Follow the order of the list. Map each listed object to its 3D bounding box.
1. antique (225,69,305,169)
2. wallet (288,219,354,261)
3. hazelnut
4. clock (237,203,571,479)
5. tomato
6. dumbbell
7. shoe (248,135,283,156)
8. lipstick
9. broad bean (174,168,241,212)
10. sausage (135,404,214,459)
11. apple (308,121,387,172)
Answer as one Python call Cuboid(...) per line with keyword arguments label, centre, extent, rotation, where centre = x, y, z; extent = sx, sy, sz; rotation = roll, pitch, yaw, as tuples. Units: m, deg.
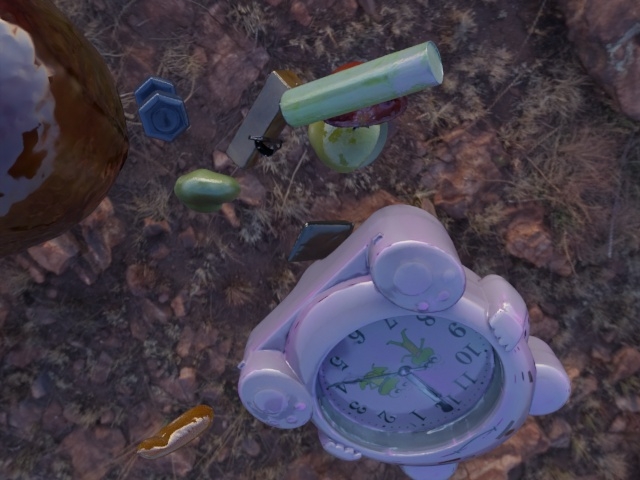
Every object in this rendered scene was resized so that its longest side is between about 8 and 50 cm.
Cuboid(label="antique", centre=(-0.162, -0.343, 1.361), extent=(0.087, 0.093, 0.310), rotation=(47, 125, 10))
Cuboid(label="wallet", centre=(0.000, 0.000, 1.598), extent=(0.245, 0.052, 0.169), rotation=(-4, 131, -47))
Cuboid(label="hazelnut", centre=(-0.452, -0.138, 0.607), extent=(0.352, 0.421, 0.421), rotation=(30, 106, -34))
Cuboid(label="clock", centre=(0.102, 0.145, 0.545), extent=(0.322, 0.113, 0.295), rotation=(38, 112, -18))
Cuboid(label="tomato", centre=(0.082, -0.313, 0.975), extent=(0.189, 0.173, 0.100), rotation=(-6, 72, -2))
Cuboid(label="dumbbell", centre=(-0.526, -0.439, 1.540), extent=(0.160, 0.325, 0.144), rotation=(-44, 126, 3))
Cuboid(label="shoe", centre=(-0.149, -0.251, 1.251), extent=(0.062, 0.159, 0.053), rotation=(4, 96, 15))
Cuboid(label="lipstick", centre=(0.060, -0.269, 0.829), extent=(0.304, 0.076, 0.076), rotation=(-8, 118, 35))
Cuboid(label="broad bean", centre=(-0.301, -0.135, 1.232), extent=(0.169, 0.227, 0.100), rotation=(2, 81, -39))
Cuboid(label="sausage", centre=(-0.298, 0.406, 0.987), extent=(0.183, 0.062, 0.054), rotation=(-26, 115, -44))
Cuboid(label="apple", centre=(0.104, -0.388, 1.692), extent=(0.291, 0.292, 0.254), rotation=(28, 121, -16))
